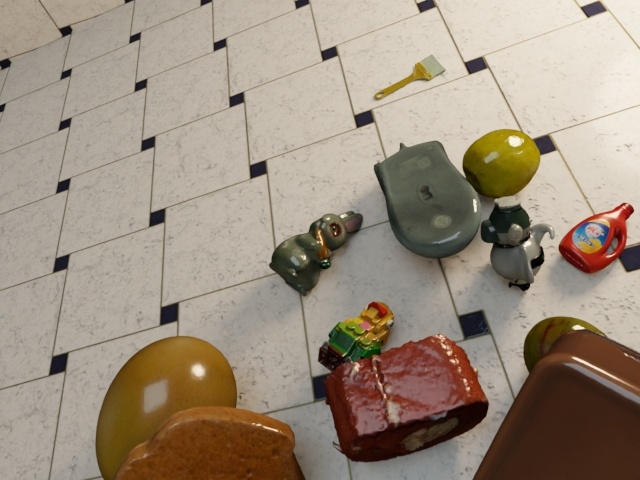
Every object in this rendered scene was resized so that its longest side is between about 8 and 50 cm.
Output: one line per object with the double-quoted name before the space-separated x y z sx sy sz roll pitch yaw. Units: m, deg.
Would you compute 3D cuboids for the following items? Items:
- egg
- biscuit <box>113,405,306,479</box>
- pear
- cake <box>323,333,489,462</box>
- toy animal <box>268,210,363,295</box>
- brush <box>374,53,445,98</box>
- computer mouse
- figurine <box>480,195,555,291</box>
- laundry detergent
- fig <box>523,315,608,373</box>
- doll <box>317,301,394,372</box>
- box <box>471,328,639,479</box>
"egg" -0.305 0.349 0.974 0.250 0.250 0.322 17 77 29
"biscuit" -0.211 0.495 0.837 0.455 0.350 0.078 -49 12 -8
"pear" 0.396 -0.168 1.078 0.162 0.148 0.148 -26 54 -10
"cake" 0.149 0.289 0.879 0.283 0.177 0.150 -21 55 2
"toy animal" -0.002 -0.002 1.152 0.127 0.125 0.251 40 72 6
"brush" 0.245 -0.454 1.388 0.205 0.011 0.083 -29 55 4
"computer mouse" 0.239 -0.091 1.105 0.188 0.121 0.370 -21 48 9
"figurine" 0.384 0.010 0.962 0.126 0.192 0.147 -14 18 -1
"laundry detergent" 0.563 -0.012 0.974 0.165 0.049 0.097 -39 62 -6
"fig" 0.411 0.220 0.835 0.148 0.142 0.186 -9 40 48
"doll" 0.079 0.207 0.991 0.106 0.134 0.186 29 67 34
"box" 0.360 0.317 0.663 0.239 0.229 0.339 29 102 33
